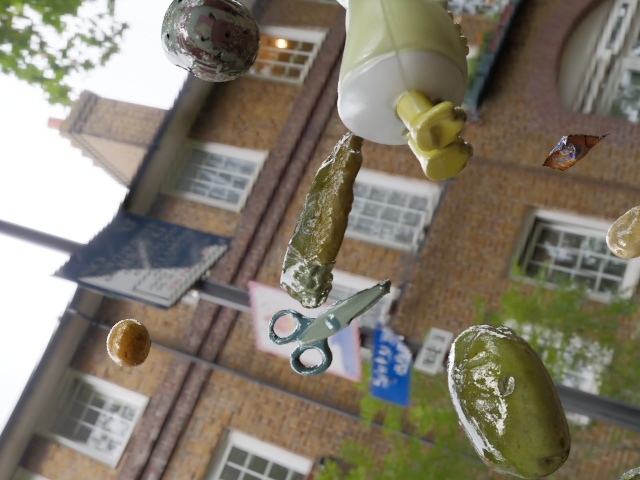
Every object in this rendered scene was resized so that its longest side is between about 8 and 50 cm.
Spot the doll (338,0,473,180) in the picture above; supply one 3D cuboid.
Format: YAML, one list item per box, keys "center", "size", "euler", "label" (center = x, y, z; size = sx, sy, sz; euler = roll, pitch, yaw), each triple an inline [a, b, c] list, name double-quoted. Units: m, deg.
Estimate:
- center: [0.065, -0.195, 0.878]
  size: [0.141, 0.117, 0.296]
  euler: [49, -149, -59]
  label: "doll"

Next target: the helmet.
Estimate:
- center: [-0.185, -0.358, 1.727]
  size: [0.107, 0.177, 0.153]
  euler: [-164, 92, -78]
  label: "helmet"

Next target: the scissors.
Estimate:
- center: [0.023, 0.139, 1.745]
  size: [0.138, 0.289, 0.041]
  euler: [52, -141, -1]
  label: "scissors"

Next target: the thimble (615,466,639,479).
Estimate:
- center: [0.583, 0.546, 1.748]
  size: [0.271, 0.150, 0.271]
  euler: [-55, 11, 16]
  label: "thimble"

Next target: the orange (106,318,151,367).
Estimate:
- center: [-0.326, 0.175, 1.703]
  size: [0.083, 0.070, 0.083]
  euler: [12, -90, -83]
  label: "orange"

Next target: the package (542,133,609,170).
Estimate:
- center: [0.349, -0.122, 1.375]
  size: [0.111, 0.033, 0.077]
  euler: [-2, -50, -48]
  label: "package"

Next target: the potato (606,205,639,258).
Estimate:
- center: [0.493, -0.013, 1.586]
  size: [0.062, 0.068, 0.083]
  euler: [-24, -41, -51]
  label: "potato"

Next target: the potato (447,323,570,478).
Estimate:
- center: [0.277, 0.242, 1.513]
  size: [0.197, 0.148, 0.228]
  euler: [-150, 44, -84]
  label: "potato"

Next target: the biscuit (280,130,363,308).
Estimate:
- center: [0.000, 0.000, 1.557]
  size: [0.329, 0.078, 0.335]
  euler: [-72, -2, -51]
  label: "biscuit"
